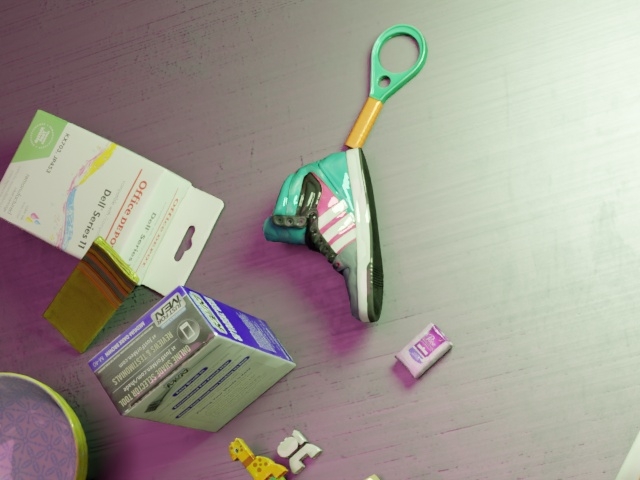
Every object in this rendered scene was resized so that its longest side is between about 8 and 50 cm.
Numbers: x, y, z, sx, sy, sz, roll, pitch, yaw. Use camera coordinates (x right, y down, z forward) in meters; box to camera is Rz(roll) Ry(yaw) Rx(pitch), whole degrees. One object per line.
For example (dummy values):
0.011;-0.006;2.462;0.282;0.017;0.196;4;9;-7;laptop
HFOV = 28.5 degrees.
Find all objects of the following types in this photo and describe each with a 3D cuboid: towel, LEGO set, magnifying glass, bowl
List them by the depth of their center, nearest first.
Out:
-0.119;0.373;2.004;0.227;0.087;0.093;-42;70;4;LEGO set
-0.496;0.371;2.087;0.290;0.156;0.289;-4;76;17;bowl
-0.388;0.096;2.105;0.102;0.021;0.237;47;130;5;towel
0.103;-0.256;2.107;0.092;0.026;0.230;25;87;21;magnifying glass

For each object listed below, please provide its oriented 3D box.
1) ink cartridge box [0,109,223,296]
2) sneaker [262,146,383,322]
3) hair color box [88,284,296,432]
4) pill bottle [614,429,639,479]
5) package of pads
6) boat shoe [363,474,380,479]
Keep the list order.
-0.369;-0.061;2.162;0.354;0.119;0.207;25;87;20;ink cartridge box
0.000;0.000;2.027;0.179;0.124;0.295;-10;67;10;sneaker
-0.187;0.189;1.930;0.185;0.339;0.110;-40;70;6;hair color box
0.602;0.383;1.696;0.392;0.224;0.224;26;87;21;pill bottle
0.164;0.175;1.987;0.083;0.032;0.050;-43;72;4;package of pads
0.022;0.414;1.966;0.170;0.063;0.059;-21;70;2;boat shoe
